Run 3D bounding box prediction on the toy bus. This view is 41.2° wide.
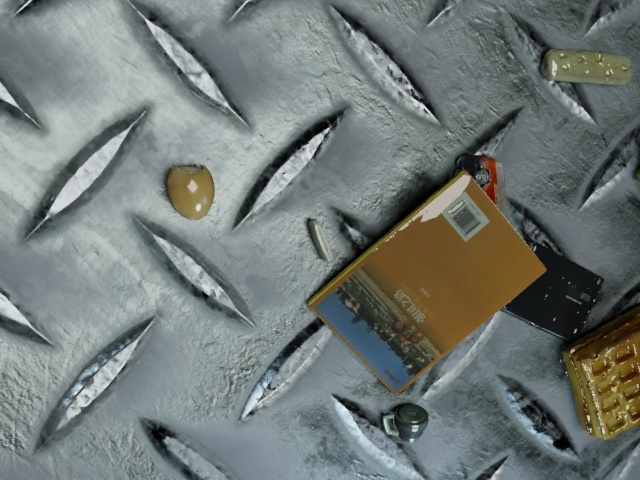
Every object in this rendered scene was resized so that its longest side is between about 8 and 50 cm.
[{"bbox_3d":[0.305,-0.077,1.601,0.077,0.079,0.174,-10,101,-27],"label":"toy bus"}]

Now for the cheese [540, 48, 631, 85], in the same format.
[{"bbox_3d":[0.517,-0.336,1.652,0.194,0.043,0.065,1,99,-20],"label":"cheese"}]

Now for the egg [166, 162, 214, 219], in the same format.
[{"bbox_3d":[-0.214,-0.081,1.406,0.080,0.080,0.096,-4,109,-19],"label":"egg"}]

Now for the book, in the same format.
[{"bbox_3d":[0.198,0.083,1.562,0.374,0.028,0.262,-40,111,6],"label":"book"}]

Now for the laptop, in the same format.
[{"bbox_3d":[0.465,0.106,1.712,0.207,0.026,0.154,25,89,-22],"label":"laptop"}]

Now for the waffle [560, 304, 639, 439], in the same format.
[{"bbox_3d":[0.669,0.254,1.768,0.328,0.098,0.224,-24,108,-16],"label":"waffle"}]

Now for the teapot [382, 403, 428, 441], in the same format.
[{"bbox_3d":[0.161,0.351,1.626,0.088,0.066,0.057,3,116,1],"label":"teapot"}]

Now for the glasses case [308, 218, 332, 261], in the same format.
[{"bbox_3d":[0.000,0.000,1.522,0.021,0.032,0.083,-27,106,-18],"label":"glasses case"}]

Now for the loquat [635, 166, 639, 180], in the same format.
[{"bbox_3d":[0.735,-0.164,1.708,0.204,0.149,0.172,-20,132,17],"label":"loquat"}]
